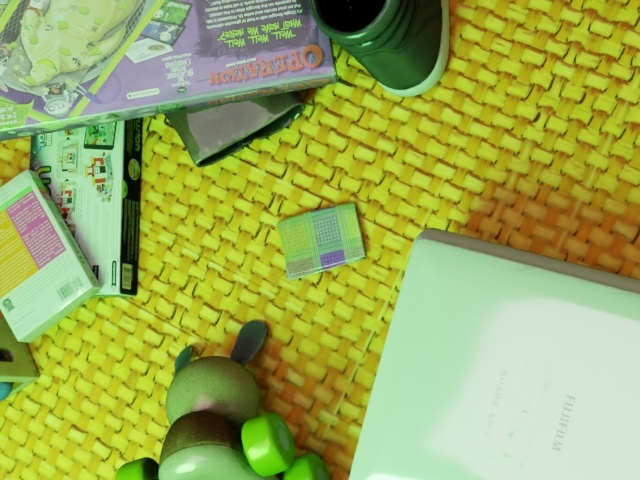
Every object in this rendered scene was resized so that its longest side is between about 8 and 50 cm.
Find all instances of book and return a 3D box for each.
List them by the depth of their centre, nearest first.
[{"bbox_3d":[-0.289,0.014,1.267,0.096,0.035,0.144,-35,72,12],"label":"book"}]

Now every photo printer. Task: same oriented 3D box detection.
[{"bbox_3d":[0.195,0.146,1.047,0.307,0.107,0.256,16,89,24],"label":"photo printer"}]

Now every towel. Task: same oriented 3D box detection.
[{"bbox_3d":[0.000,0.000,1.201,0.083,0.009,0.060,-16,77,19],"label":"towel"}]

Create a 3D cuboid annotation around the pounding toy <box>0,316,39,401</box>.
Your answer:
[{"bbox_3d":[-0.373,0.146,1.264,0.130,0.141,0.100,-31,73,16],"label":"pounding toy"}]

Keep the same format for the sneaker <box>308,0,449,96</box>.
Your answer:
[{"bbox_3d":[0.049,-0.287,1.144,0.104,0.147,0.296,-10,78,23],"label":"sneaker"}]

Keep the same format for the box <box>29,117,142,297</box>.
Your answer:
[{"bbox_3d":[-0.239,-0.046,1.291,0.114,0.036,0.207,-2,82,22],"label":"box"}]

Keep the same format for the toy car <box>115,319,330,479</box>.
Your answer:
[{"bbox_3d":[-0.090,0.165,1.176,0.155,0.149,0.188,-21,47,15],"label":"toy car"}]

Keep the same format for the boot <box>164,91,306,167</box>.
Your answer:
[{"bbox_3d":[-0.159,-0.162,1.226,0.248,0.090,0.207,-24,74,2],"label":"boot"}]

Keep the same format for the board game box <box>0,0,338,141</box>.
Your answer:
[{"bbox_3d":[-0.169,-0.219,1.179,0.346,0.056,0.208,-9,82,4],"label":"board game box"}]
